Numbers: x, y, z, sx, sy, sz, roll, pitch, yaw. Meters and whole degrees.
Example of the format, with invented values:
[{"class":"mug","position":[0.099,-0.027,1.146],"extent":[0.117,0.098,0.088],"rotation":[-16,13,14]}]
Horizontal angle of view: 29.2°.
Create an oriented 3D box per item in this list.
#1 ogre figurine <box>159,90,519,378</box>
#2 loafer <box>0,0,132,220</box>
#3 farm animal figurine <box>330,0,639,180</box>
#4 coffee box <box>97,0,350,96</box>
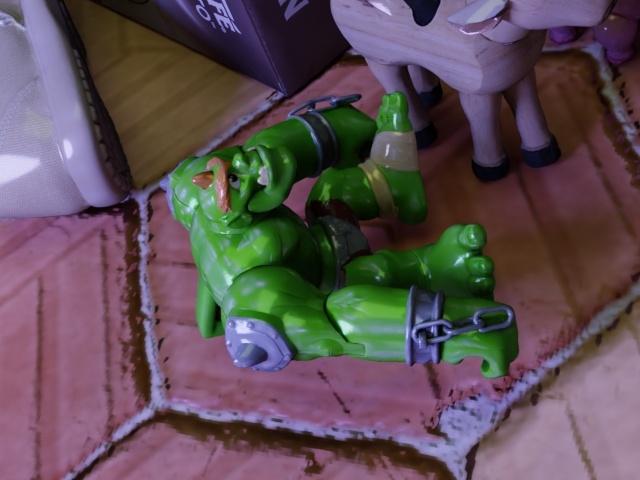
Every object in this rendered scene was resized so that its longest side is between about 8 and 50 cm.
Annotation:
[{"class":"ogre figurine","position":[0.000,0.000,0.551],"extent":[0.118,0.097,0.197],"rotation":[-13,57,-14]},{"class":"loafer","position":[-0.187,-0.109,0.724],"extent":[0.092,0.102,0.268],"rotation":[-22,44,-6]},{"class":"farm animal figurine","position":[0.173,-0.096,0.505],"extent":[0.330,0.172,0.327],"rotation":[-17,44,7]},{"class":"coffee box","position":[-0.097,-0.226,0.751],"extent":[0.119,0.168,0.297],"rotation":[-42,46,-18]}]
